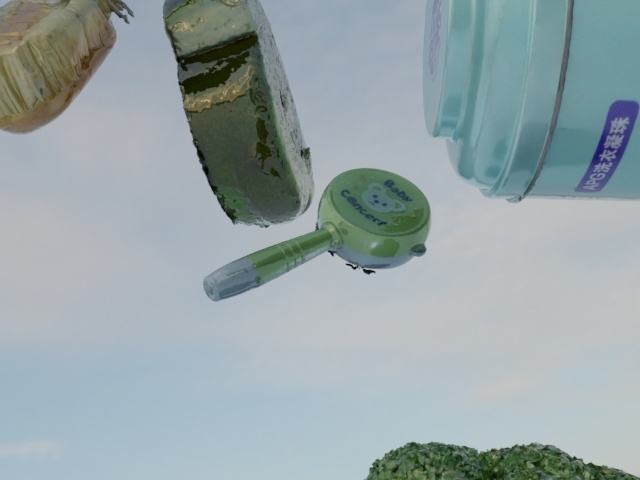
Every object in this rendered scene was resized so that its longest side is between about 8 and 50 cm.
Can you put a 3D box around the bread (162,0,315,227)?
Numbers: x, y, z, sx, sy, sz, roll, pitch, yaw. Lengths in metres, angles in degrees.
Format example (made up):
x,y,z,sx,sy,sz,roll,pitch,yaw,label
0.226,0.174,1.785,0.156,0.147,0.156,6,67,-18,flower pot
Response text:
x,y,z,sx,sy,sz,roll,pitch,yaw,label
-0.110,-0.209,1.096,0.129,0.366,0.381,-16,-50,7,bread

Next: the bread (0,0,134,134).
x,y,z,sx,sy,sz,roll,pitch,yaw,label
-0.532,-0.366,1.423,0.236,0.388,0.183,1,-46,23,bread

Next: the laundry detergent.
x,y,z,sx,sy,sz,roll,pitch,yaw,label
0.249,-0.172,0.621,0.306,0.287,0.287,1,-28,2,laundry detergent

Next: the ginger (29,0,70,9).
x,y,z,sx,sy,sz,roll,pitch,yaw,label
-0.334,-0.461,0.783,0.363,0.122,0.348,14,-83,-58,ginger

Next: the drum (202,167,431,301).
x,y,z,sx,sy,sz,roll,pitch,yaw,label
0.017,0.011,0.704,0.253,0.130,0.049,-41,-25,-41,drum

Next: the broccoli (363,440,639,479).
x,y,z,sx,sy,sz,roll,pitch,yaw,label
0.192,0.324,0.573,0.310,0.413,0.321,-54,-32,10,broccoli
